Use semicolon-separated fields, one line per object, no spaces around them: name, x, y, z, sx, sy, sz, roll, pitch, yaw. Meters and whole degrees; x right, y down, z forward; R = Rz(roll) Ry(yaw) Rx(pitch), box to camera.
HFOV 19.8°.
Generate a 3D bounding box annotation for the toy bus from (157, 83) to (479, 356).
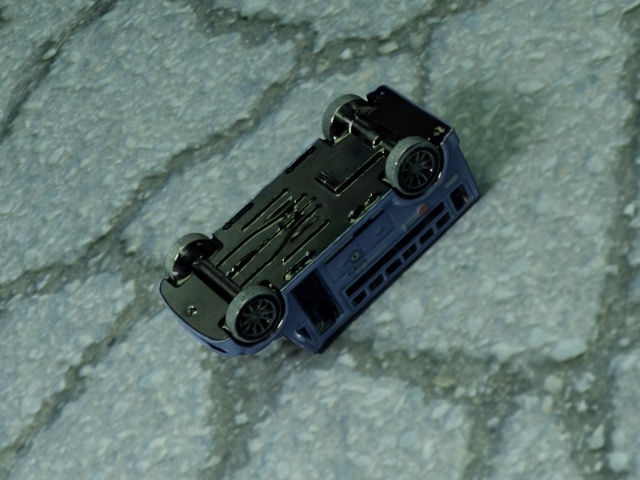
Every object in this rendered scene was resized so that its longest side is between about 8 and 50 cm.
toy bus;0.000;0.000;1.660;0.292;0.133;0.125;-43;44;-10
